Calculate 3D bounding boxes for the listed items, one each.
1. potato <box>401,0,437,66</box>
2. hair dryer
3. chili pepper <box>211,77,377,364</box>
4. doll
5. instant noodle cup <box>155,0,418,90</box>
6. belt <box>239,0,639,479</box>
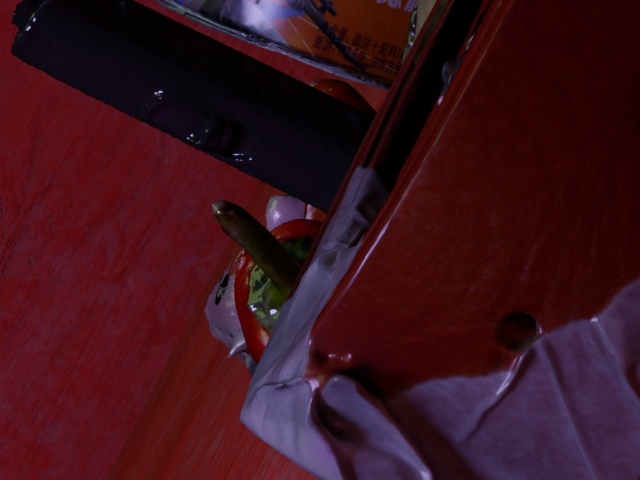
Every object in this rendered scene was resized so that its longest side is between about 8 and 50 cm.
[{"bbox_3d":[0.086,-0.085,1.070,0.103,0.066,0.096,-133,46,-74],"label":"potato"},{"bbox_3d":[-0.015,-0.035,0.814,0.089,0.251,0.197,-56,10,43],"label":"hair dryer"},{"bbox_3d":[0.004,0.004,1.012,0.092,0.137,0.368,-36,7,11],"label":"chili pepper"},{"bbox_3d":[-0.007,0.012,1.270,0.192,0.095,0.149,-63,0,4],"label":"doll"},{"bbox_3d":[0.028,-0.221,1.250,0.296,0.296,0.214,-99,29,-80],"label":"instant noodle cup"},{"bbox_3d":[0.086,-0.039,0.651,0.324,0.115,0.227,-63,4,-23],"label":"belt"}]
